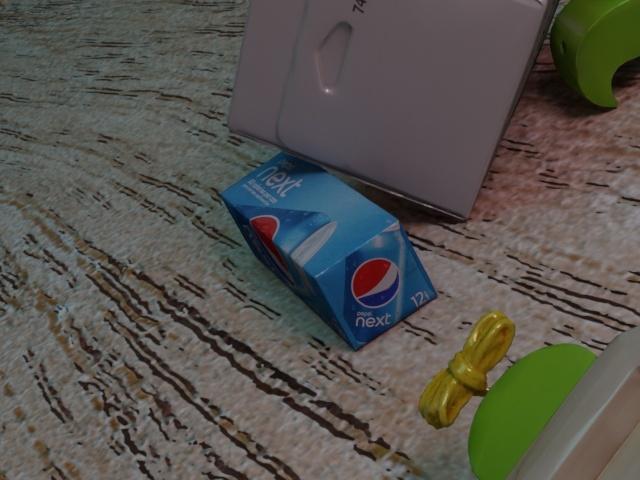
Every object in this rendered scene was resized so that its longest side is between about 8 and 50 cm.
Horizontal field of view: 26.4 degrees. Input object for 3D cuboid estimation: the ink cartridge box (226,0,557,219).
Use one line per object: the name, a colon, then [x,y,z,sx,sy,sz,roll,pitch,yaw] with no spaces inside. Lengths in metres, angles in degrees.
ink cartridge box: [0.078,-0.193,1.025,0.197,0.198,0.270,22,43,7]

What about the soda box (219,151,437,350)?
soda box: [0.000,0.000,0.989,0.071,0.067,0.210,-34,26,-9]

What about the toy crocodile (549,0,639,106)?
toy crocodile: [0.322,-0.216,1.031,0.340,0.105,0.115,-31,25,-13]

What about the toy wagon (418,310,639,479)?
toy wagon: [0.158,0.114,0.562,0.267,0.068,0.344,-52,27,-4]
